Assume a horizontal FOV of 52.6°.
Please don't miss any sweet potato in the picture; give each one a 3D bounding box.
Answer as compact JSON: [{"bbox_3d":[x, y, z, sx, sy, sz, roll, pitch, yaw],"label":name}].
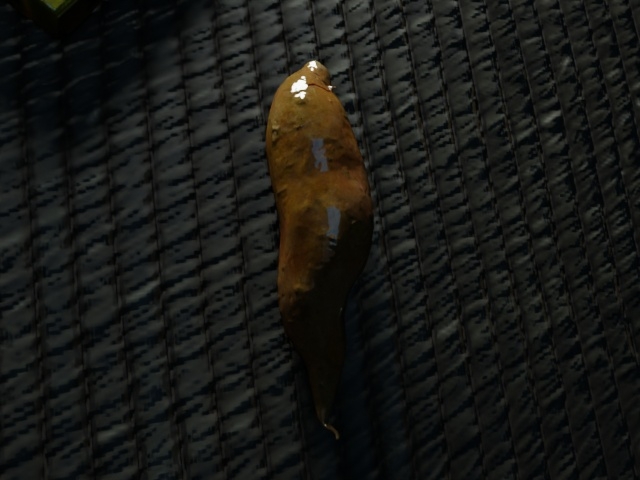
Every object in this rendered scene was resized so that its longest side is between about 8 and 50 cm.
[{"bbox_3d":[0.000,0.000,0.329,0.056,0.056,0.195,2,80,-17],"label":"sweet potato"}]

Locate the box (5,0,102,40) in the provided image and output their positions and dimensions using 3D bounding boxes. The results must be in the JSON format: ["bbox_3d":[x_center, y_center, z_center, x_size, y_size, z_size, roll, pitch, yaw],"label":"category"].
[{"bbox_3d":[-0.128,-0.214,0.349,0.121,0.030,0.193,37,70,-6],"label":"box"}]
